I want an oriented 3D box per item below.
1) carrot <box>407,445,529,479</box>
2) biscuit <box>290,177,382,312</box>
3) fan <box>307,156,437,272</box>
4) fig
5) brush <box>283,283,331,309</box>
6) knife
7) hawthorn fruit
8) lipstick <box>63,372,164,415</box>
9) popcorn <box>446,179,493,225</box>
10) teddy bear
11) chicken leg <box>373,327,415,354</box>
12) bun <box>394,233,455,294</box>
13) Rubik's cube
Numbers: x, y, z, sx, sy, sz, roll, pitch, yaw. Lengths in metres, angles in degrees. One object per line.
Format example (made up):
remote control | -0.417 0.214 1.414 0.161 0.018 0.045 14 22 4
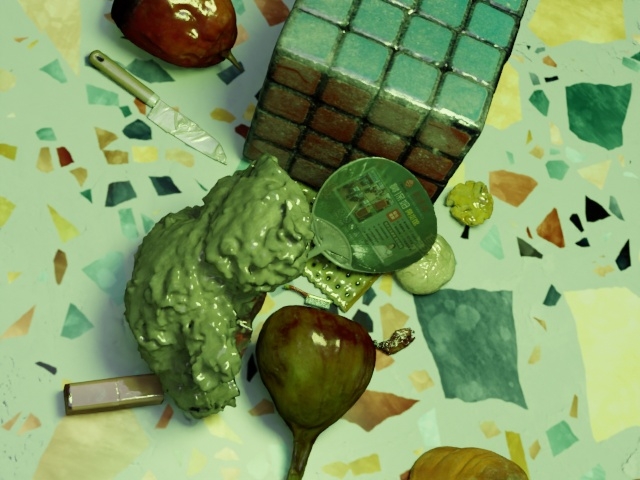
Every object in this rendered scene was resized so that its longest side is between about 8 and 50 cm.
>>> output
carrot | 0.238 0.381 1.683 0.159 0.225 0.159 4 73 -14
biscuit | 0.000 0.000 1.876 0.231 0.016 0.139 43 65 4
fan | 0.044 -0.033 1.779 0.294 0.223 0.012 -5 35 -5
fig | -0.039 0.234 1.717 0.191 0.190 0.290 27 100 -4
brush | -0.024 0.094 1.830 0.083 0.019 0.021 22 75 -8
knife | -0.275 -0.221 1.886 0.298 0.017 0.047 36 66 -4
hawthorn fruit | -0.223 -0.375 1.869 0.251 0.189 0.189 36 64 -4
lipstick | -0.313 0.233 1.682 0.145 0.045 0.045 -5 69 -17
popcorn | 0.270 -0.069 1.959 0.084 0.084 0.084 5 68 -13
teddy bear | -0.123 0.047 1.614 0.224 0.368 0.357 27 53 -39
chicken leg | 0.121 0.169 1.840 0.083 0.021 0.036 -20 86 -17
bun | 0.179 0.034 1.881 0.115 0.069 0.115 5 71 -14
Rubik's cube | 0.098 -0.281 1.825 0.345 0.343 0.337 22 62 -5
